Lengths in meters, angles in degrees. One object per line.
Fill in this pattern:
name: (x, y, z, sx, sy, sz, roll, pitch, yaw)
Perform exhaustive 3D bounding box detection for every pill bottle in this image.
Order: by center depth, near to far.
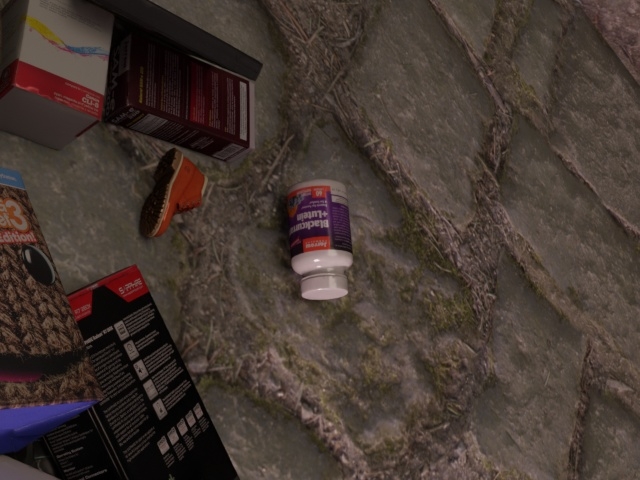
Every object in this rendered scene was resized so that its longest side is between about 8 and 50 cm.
pill bottle: (0.000, 0.000, 1.400, 0.108, 0.108, 0.193, 11, 67, -42)

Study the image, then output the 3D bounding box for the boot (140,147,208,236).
boot: (-0.221, -0.060, 1.248, 0.084, 0.059, 0.158, 40, 50, -33)

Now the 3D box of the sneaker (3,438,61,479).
sneaker: (-0.349, 0.268, 0.989, 0.267, 0.101, 0.106, 69, 19, 5)

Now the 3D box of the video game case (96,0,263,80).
video game case: (-0.252, -0.327, 1.201, 0.275, 0.248, 0.035, 21, 97, -38)

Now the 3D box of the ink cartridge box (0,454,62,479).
ink cartridge box: (-0.287, 0.374, 0.848, 0.278, 0.117, 0.201, 27, 88, -7)

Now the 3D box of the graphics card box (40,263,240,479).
graphics card box: (-0.239, 0.234, 1.032, 0.371, 0.094, 0.233, 64, 18, -4)

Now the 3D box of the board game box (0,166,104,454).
board game box: (-0.385, 0.064, 0.807, 0.291, 0.141, 0.232, 63, 17, 16)

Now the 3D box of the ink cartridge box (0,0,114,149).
ink cartridge box: (-0.375, -0.241, 1.112, 0.127, 0.128, 0.176, 19, 62, -39)

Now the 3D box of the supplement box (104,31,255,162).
supplement box: (-0.219, -0.223, 1.297, 0.239, 0.073, 0.130, 17, 63, -40)
